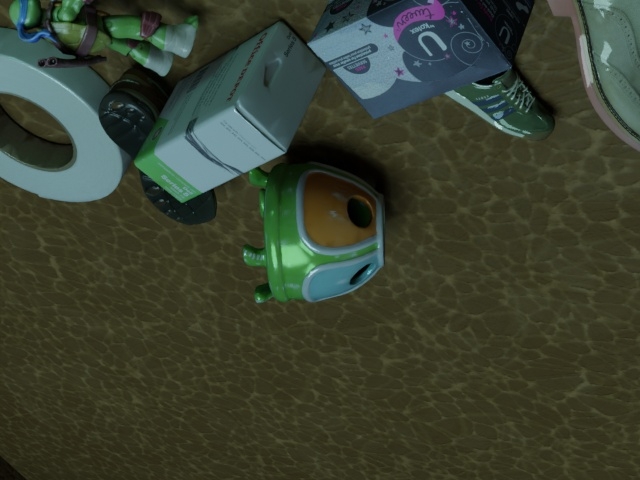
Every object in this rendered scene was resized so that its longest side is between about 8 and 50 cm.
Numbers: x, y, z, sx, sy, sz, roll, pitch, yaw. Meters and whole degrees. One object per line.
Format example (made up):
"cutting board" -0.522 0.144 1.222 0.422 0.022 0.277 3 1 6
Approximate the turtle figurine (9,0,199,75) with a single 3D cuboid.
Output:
"turtle figurine" -0.331 -0.373 1.651 0.266 0.274 0.198 17 127 -27

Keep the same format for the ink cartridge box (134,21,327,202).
"ink cartridge box" -0.143 -0.198 1.692 0.115 0.198 0.273 42 142 -26

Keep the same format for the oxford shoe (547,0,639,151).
"oxford shoe" 0.397 -0.265 1.358 0.147 0.140 0.397 -13 135 30

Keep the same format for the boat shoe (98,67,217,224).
"boat shoe" -0.265 -0.165 1.880 0.123 0.120 0.324 -7 136 19

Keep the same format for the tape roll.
"tape roll" -0.531 -0.222 1.993 0.392 0.072 0.392 15 144 11

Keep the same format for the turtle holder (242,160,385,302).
"turtle holder" -0.001 0.009 1.861 0.228 0.243 0.320 -1 133 5

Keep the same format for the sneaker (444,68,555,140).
"sneaker" 0.263 -0.215 1.556 0.192 0.064 0.086 28 150 -2

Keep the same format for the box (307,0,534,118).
"box" 0.133 -0.294 1.458 0.247 0.142 0.163 -16 130 42
